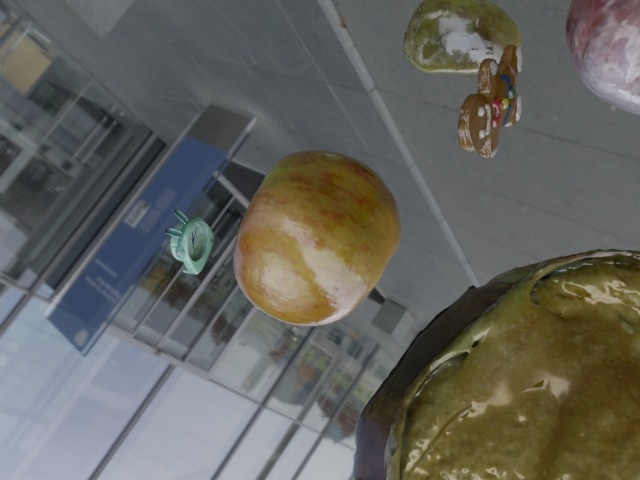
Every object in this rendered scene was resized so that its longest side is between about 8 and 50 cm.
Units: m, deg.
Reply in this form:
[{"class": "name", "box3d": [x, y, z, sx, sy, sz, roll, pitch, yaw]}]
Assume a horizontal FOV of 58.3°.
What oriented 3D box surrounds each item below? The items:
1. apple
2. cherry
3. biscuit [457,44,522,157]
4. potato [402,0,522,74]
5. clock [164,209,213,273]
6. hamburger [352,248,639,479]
[{"class": "apple", "box3d": [0.000, 0.000, 1.275, 0.333, 0.400, 0.400, 20, 168, 7]}, {"class": "cherry", "box3d": [0.592, -0.352, 1.006, 0.326, 0.335, 0.291, 35, 130, -10]}, {"class": "biscuit", "box3d": [0.237, -0.181, 0.784, 0.031, 0.205, 0.138, 13, 125, 33]}, {"class": "potato", "box3d": [0.370, -0.532, 1.497, 0.307, 0.210, 0.173, 8, -148, -4]}, {"class": "clock", "box3d": [-0.264, -0.002, 1.155, 0.041, 0.101, 0.135, 9, 149, 18]}, {"class": "hamburger", "box3d": [0.162, 0.135, 0.309, 0.285, 0.265, 0.134, 34, 157, 27]}]
